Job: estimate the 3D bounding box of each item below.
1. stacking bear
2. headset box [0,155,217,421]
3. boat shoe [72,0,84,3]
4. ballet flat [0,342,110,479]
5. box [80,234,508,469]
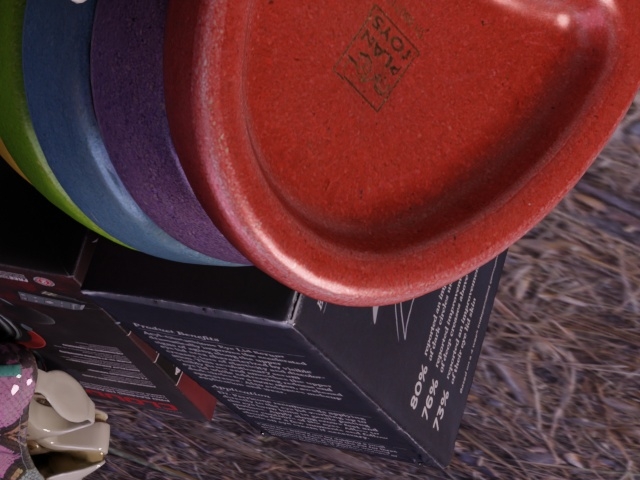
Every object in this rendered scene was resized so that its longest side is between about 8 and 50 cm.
[{"bbox_3d":[-0.059,-0.080,0.688,0.289,0.164,0.175,16,158,51],"label":"stacking bear"},{"bbox_3d":[-0.178,0.008,1.137,0.218,0.110,0.293,10,161,16],"label":"headset box"},{"bbox_3d":[-0.083,-0.178,0.346,0.116,0.099,0.319,57,180,40],"label":"boat shoe"},{"bbox_3d":[-0.172,0.113,1.164,0.079,0.076,0.221,-6,159,3],"label":"ballet flat"},{"bbox_3d":[0.000,0.000,0.897,0.108,0.153,0.207,7,159,27],"label":"box"}]
